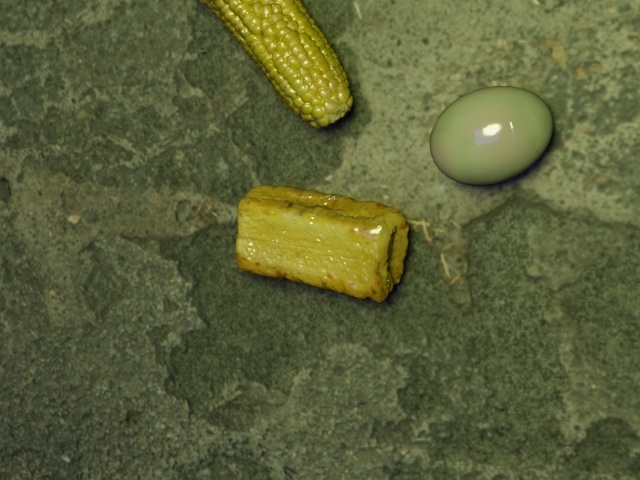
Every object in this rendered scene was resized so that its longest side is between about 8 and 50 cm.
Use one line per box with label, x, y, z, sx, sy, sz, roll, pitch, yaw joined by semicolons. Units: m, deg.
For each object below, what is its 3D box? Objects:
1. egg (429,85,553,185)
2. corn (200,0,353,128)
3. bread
egg;0.182;-0.112;1.062;0.135;0.103;0.103;-18;90;26
corn;-0.064;-0.252;1.162;0.101;0.101;0.292;-40;79;26
bread;0.000;0.000;1.182;0.211;0.083;0.114;14;110;24
